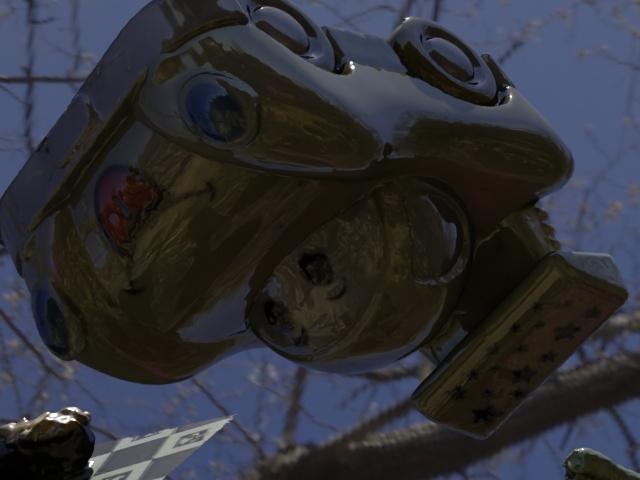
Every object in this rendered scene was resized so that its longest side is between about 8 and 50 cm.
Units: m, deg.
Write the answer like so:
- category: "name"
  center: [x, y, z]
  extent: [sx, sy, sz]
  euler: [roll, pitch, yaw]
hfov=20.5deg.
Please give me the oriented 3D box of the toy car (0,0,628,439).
- category: "toy car"
  center: [0.000, 0.000, 1.114]
  extent: [0.336, 0.226, 0.242]
  euler: [3, -43, -48]

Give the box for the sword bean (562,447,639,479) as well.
- category: "sword bean"
  center: [0.321, 0.244, 1.506]
  extent: [0.269, 0.038, 0.043]
  euler: [29, -65, -15]

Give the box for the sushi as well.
- category: "sushi"
  center: [-0.218, 0.154, 1.130]
  extent: [0.192, 0.279, 0.043]
  euler: [-37, -70, -58]
